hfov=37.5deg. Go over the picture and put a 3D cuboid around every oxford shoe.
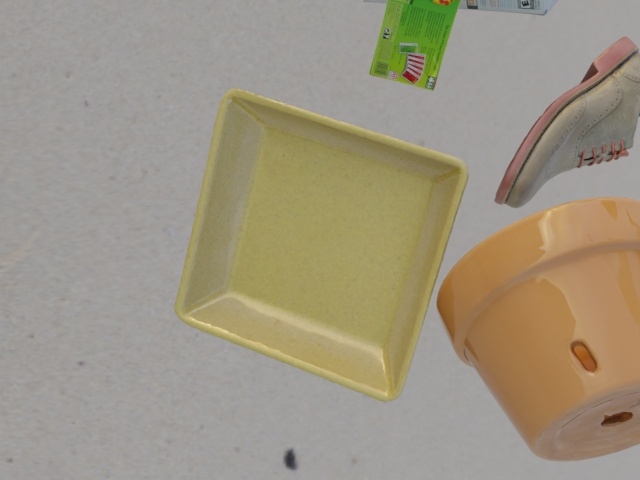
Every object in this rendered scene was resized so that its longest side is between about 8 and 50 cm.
[{"bbox_3d":[0.398,-0.159,1.402,0.348,0.130,0.123,-45,167,-14],"label":"oxford shoe"}]

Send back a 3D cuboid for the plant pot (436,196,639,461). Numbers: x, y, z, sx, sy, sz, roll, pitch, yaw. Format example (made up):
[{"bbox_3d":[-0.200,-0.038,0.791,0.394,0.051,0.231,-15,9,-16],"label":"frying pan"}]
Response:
[{"bbox_3d":[0.299,0.119,1.079,0.291,0.291,0.203,28,37,-45],"label":"plant pot"}]

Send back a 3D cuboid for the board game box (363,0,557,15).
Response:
[{"bbox_3d":[0.193,-0.455,1.364,0.097,0.303,0.224,-49,140,-38],"label":"board game box"}]

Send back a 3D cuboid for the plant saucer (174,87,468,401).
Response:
[{"bbox_3d":[0.000,0.000,1.235,0.081,0.332,0.333,-34,141,-67],"label":"plant saucer"}]

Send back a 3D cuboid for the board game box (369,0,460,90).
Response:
[{"bbox_3d":[0.129,-0.292,1.238,0.043,0.092,0.181,-75,179,-46],"label":"board game box"}]
